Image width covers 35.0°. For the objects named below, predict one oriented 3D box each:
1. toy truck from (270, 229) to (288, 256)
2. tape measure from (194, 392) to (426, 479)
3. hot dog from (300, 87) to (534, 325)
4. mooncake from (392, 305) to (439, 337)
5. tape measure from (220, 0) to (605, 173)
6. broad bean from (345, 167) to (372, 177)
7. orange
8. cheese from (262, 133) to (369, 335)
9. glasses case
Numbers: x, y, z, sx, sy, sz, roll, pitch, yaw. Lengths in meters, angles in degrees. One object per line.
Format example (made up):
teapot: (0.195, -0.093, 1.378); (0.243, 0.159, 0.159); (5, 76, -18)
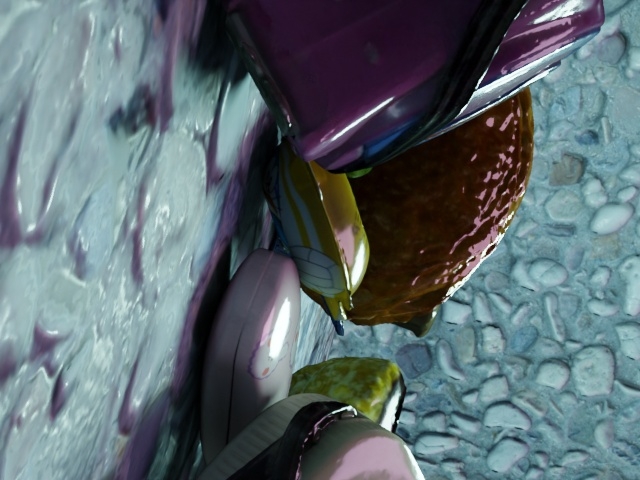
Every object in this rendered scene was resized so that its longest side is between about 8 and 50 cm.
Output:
toy truck: (-0.027, 0.003, 1.081); (0.074, 0.063, 0.136); (-36, -149, 62)
tape measure: (-0.027, 0.268, 0.839); (0.271, 0.133, 0.231); (-43, 129, -20)
hot dog: (0.098, -0.086, 1.179); (0.174, 0.267, 0.387); (26, 76, -48)
mooncake: (0.121, 0.009, 1.365); (0.228, 0.124, 0.228); (15, 90, -83)
tape measure: (0.060, -0.143, 0.647); (0.231, 0.149, 0.245); (-29, 180, -2)
broad bean: (0.018, -0.128, 0.917); (0.292, 0.049, 0.144); (93, -20, -64)
orange: (0.001, 0.318, 1.558); (0.369, 0.210, 0.271); (103, 8, -56)
cheese: (0.000, 0.000, 0.936); (0.270, 0.069, 0.177); (79, -11, -59)
glasses case: (-0.065, 0.122, 0.923); (0.297, 0.075, 0.113); (102, 7, -53)
